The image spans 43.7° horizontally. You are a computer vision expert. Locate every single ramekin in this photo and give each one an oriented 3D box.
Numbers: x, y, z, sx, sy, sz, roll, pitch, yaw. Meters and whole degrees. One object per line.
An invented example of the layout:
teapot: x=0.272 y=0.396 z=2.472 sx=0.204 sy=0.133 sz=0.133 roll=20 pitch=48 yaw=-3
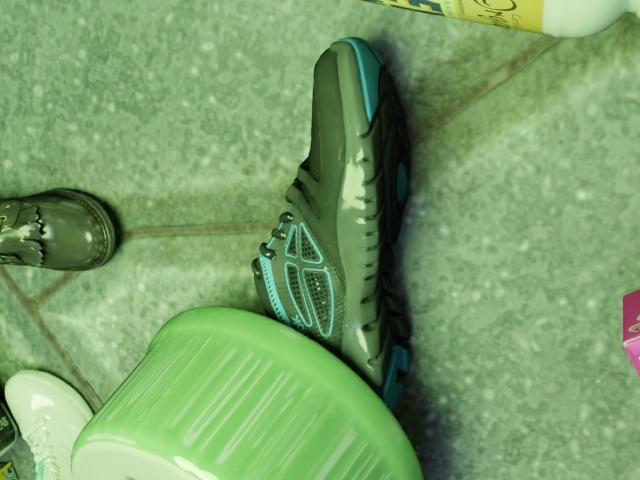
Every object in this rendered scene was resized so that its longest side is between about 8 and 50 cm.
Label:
ramekin: x=-0.074 y=0.222 z=0.710 sx=0.303 sy=0.148 sz=0.303 roll=20 pitch=133 yaw=23

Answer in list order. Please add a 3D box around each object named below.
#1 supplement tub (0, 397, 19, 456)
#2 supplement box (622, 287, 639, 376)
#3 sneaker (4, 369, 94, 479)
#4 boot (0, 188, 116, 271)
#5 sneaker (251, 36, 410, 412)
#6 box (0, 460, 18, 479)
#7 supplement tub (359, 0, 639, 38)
supplement tub: x=-0.496 y=0.142 z=0.875 sx=0.193 sy=0.193 sz=0.316 roll=-31 pitch=92 yaw=25
supplement box: x=0.331 y=0.132 z=0.611 sx=0.114 sy=0.111 sz=0.220 roll=-25 pitch=95 yaw=25
sneaker: x=-0.289 y=0.241 z=0.882 sx=0.080 sy=0.094 sz=0.212 roll=-37 pitch=91 yaw=27
boot: x=-0.360 y=0.014 z=0.766 sx=0.263 sy=0.229 sz=0.091 roll=4 pitch=107 yaw=19
sneaker: x=0.000 y=0.000 z=0.688 sx=0.139 sy=0.125 sz=0.341 roll=6 pitch=107 yaw=20
box: x=-0.452 y=0.318 z=0.987 sx=0.169 sy=0.054 sz=0.059 roll=-12 pitch=101 yaw=24
supplement tub: x=0.107 y=-0.259 z=0.513 sx=0.316 sy=0.228 sz=0.228 roll=15 pitch=110 yaw=16
